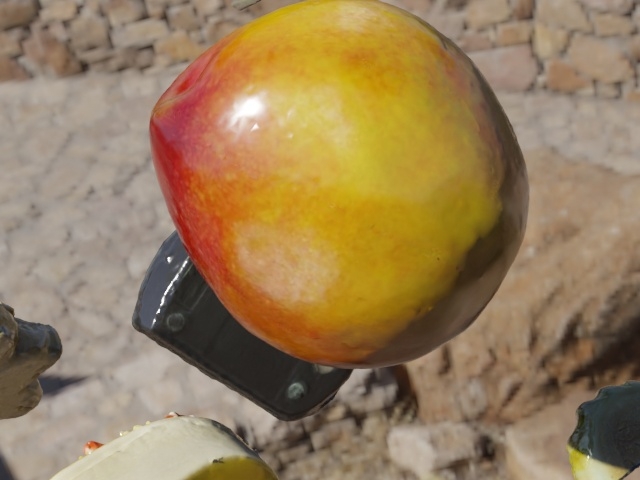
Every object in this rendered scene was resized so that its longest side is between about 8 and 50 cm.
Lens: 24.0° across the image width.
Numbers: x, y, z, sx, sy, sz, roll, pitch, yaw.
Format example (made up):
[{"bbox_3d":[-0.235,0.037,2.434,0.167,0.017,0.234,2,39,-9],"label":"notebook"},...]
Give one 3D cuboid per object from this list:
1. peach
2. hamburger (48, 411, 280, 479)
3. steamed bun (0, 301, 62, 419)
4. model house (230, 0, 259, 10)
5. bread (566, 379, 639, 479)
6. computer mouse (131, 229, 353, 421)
[{"bbox_3d":[0.012,-0.053,1.278,0.332,0.308,0.308,25,28,-21],"label":"peach"},{"bbox_3d":[-0.171,0.299,1.461,0.295,0.227,0.151,-30,24,-35],"label":"hamburger"},{"bbox_3d":[-0.461,0.149,1.786,0.295,0.292,0.137,-28,59,-10],"label":"steamed bun"},{"bbox_3d":[-0.085,-0.297,1.346,0.188,0.122,0.229,15,56,15],"label":"model house"},{"bbox_3d":[0.326,0.214,1.684,0.157,0.094,0.083,-57,15,-23],"label":"bread"},{"bbox_3d":[-0.078,0.081,1.674,0.170,0.269,0.100,-57,31,-7],"label":"computer mouse"}]
